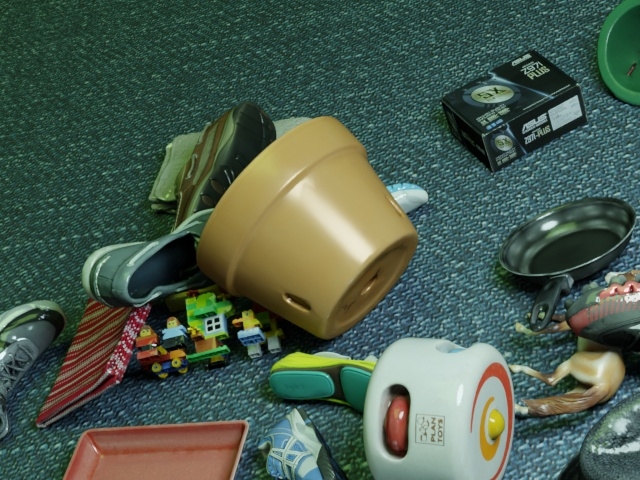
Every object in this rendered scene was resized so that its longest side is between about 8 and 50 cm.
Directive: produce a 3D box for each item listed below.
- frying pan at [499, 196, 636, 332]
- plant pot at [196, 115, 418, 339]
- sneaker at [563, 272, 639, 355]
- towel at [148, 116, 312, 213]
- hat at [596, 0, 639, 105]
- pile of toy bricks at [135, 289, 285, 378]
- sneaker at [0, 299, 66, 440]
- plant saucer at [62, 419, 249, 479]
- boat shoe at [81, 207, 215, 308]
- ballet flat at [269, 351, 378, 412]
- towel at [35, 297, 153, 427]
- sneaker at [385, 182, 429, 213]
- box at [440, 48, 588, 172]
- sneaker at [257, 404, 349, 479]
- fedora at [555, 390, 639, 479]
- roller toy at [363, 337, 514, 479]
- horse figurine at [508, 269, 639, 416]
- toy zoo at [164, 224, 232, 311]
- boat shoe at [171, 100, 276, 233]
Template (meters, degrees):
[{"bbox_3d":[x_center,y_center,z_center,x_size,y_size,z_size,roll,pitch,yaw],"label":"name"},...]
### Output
[{"bbox_3d":[0.348,0.028,1.756,0.197,0.053,0.326,-23,23,6],"label":"frying pan"},{"bbox_3d":[0.000,0.000,1.839,0.203,0.291,0.291,41,66,17],"label":"plant pot"},{"bbox_3d":[0.433,0.118,1.579,0.276,0.098,0.135,4,60,-1],"label":"sneaker"},{"bbox_3d":[-0.151,-0.133,2.256,0.282,0.049,0.187,-8,41,18],"label":"towel"},{"bbox_3d":[0.560,-0.306,2.126,0.173,0.183,0.209,-3,83,33],"label":"hat"},{"bbox_3d":[-0.168,0.119,1.889,0.212,0.118,0.105,-14,62,10],"label":"pile of toy bricks"},{"bbox_3d":[-0.478,0.211,1.971,0.268,0.101,0.153,-38,40,-9],"label":"sneaker"},{"bbox_3d":[-0.231,0.354,1.713,0.258,0.048,0.259,-6,41,20],"label":"plant saucer"},{"bbox_3d":[-0.188,0.030,1.912,0.319,0.116,0.099,-17,18,-38],"label":"boat shoe"},{"bbox_3d":[0.038,0.184,1.766,0.231,0.077,0.077,4,28,33],"label":"ballet flat"},{"bbox_3d":[-0.326,0.141,1.966,0.199,0.031,0.275,-32,27,36],"label":"towel"},{"bbox_3d":[0.080,-0.027,2.012,0.190,0.071,0.083,-18,63,2],"label":"sneaker"},{"bbox_3d":[0.308,-0.209,2.090,0.180,0.078,0.147,-28,37,-7],"label":"box"},{"bbox_3d":[-0.016,0.296,1.659,0.081,0.080,0.211,-33,29,-3],"label":"sneaker"},{"bbox_3d":[0.404,0.255,1.426,0.334,0.153,0.334,-14,39,12],"label":"fedora"},{"bbox_3d":[0.149,0.216,1.567,0.146,0.191,0.209,2,44,28],"label":"roller toy"},{"bbox_3d":[0.329,0.142,1.669,0.174,0.066,0.263,-7,35,25],"label":"horse figurine"},{"bbox_3d":[-0.142,0.018,2.083,0.293,0.030,0.192,-15,38,10],"label":"toy zoo"},{"bbox_3d":[-0.171,-0.082,2.103,0.119,0.122,0.324,-13,41,36],"label":"boat shoe"}]
